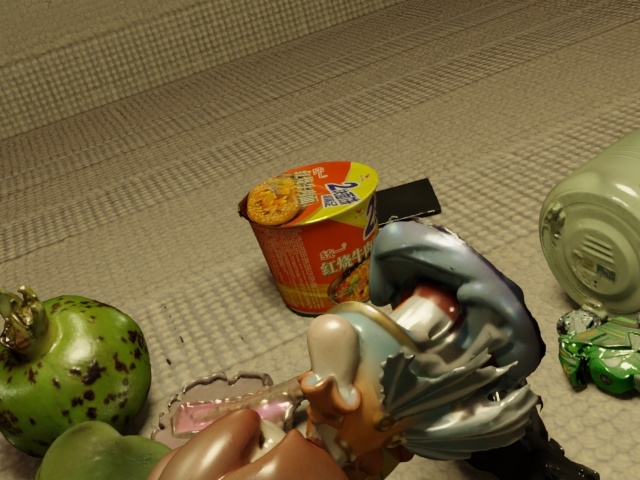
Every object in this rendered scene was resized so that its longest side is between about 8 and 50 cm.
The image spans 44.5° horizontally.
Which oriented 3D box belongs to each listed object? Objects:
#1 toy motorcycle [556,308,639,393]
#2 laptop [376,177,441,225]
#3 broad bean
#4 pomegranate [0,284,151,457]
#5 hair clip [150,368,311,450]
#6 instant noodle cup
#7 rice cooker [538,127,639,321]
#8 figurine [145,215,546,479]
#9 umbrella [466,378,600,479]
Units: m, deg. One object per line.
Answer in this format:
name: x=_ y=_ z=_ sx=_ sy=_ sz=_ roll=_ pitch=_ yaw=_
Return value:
toy motorcycle: x=0.338 y=0.130 z=0.872 sx=0.190 sy=0.074 sz=0.106 roll=17 pitch=50 yaw=45
laptop: x=0.113 y=-0.057 z=1.412 sx=0.197 sy=0.016 sz=0.135 roll=-14 pitch=28 yaw=5
broad bean: x=-0.230 y=0.284 z=0.846 sx=0.228 sy=0.100 sz=0.169 roll=6 pitch=41 yaw=34
pomegranate: x=-0.330 y=0.156 z=0.983 sx=0.211 sy=0.263 sz=0.211 roll=-11 pitch=50 yaw=14
hair clip: x=-0.056 y=0.196 z=0.947 sx=0.300 sy=0.069 sz=0.173 roll=-21 pitch=24 yaw=11
instant noodle cup: x=0.000 y=0.000 z=1.182 sx=0.213 sy=0.174 sz=0.213 roll=-11 pitch=27 yaw=6
rice cooker: x=0.413 y=-0.022 z=0.972 sx=0.244 sy=0.226 sz=0.226 roll=-33 pitch=32 yaw=-29
figurine: x=0.019 y=0.190 z=0.618 sx=0.388 sy=0.277 sz=0.248 roll=-42 pitch=46 yaw=-23
umbrella: x=0.207 y=0.232 z=0.727 sx=0.118 sy=0.118 sz=0.340 roll=-20 pitch=36 yaw=-9
